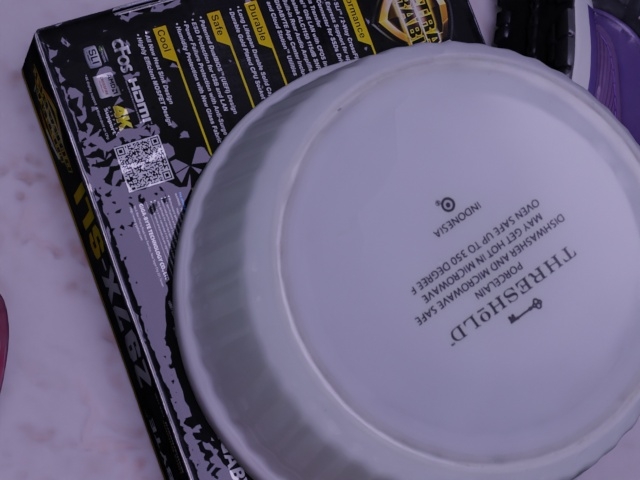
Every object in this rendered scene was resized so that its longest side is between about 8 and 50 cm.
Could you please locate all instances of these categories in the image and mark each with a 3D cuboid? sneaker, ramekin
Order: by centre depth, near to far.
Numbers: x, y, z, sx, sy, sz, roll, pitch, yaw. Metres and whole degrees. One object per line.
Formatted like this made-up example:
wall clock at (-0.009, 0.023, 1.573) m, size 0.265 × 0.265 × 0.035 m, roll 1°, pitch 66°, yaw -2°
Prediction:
ramekin at (0.063, 0.020, 0.887) m, size 0.273 × 0.127 × 0.273 m, roll 3°, pitch 77°, yaw -14°
sneaker at (0.186, -0.178, 1.068) m, size 0.124 × 0.107 × 0.283 m, roll 15°, pitch 79°, yaw -27°

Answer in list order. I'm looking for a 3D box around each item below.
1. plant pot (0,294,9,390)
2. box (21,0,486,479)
plant pot at (-0.279, 0.085, 0.840) m, size 0.180 × 0.201 × 0.201 m, roll 19°, pitch 74°, yaw 6°
box at (0.000, 0.000, 0.981) m, size 0.257 × 0.079 × 0.322 m, roll -19°, pitch 84°, yaw -19°
